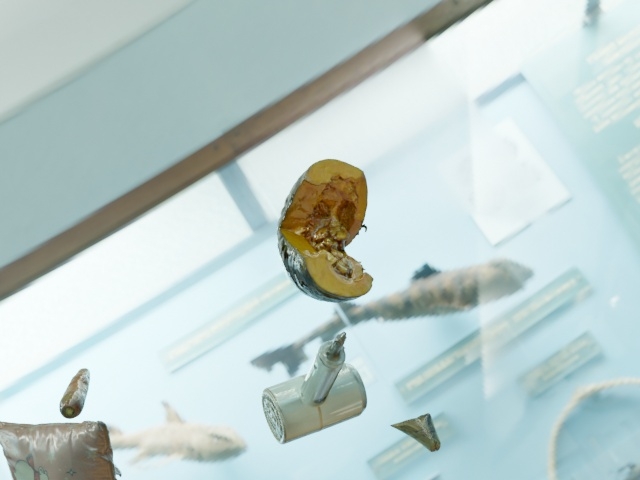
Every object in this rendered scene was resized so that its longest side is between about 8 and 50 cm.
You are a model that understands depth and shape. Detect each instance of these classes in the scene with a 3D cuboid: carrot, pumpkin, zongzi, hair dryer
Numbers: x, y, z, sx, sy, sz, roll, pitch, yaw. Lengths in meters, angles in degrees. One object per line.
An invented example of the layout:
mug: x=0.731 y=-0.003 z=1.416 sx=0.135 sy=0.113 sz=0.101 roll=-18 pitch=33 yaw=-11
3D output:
carrot: x=-0.462 y=0.282 z=2.116 sx=0.047 sy=0.047 sz=0.191 roll=-37 pitch=17 yaw=8
pumpkin: x=0.000 y=0.000 z=1.405 sx=0.119 sy=0.183 sz=0.107 roll=20 pitch=-31 yaw=-31
zongzi: x=0.184 y=0.376 z=2.147 sx=0.083 sy=0.076 sz=0.040 roll=-10 pitch=-40 yaw=-10
hair dryer: x=0.014 y=0.232 z=1.905 sx=0.173 sy=0.107 sz=0.357 roll=-19 pitch=-22 yaw=-21

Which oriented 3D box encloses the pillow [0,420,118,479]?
pillow: x=-0.394 y=0.382 z=1.716 sx=0.223 sy=0.236 sz=0.084 roll=-7 pitch=9 yaw=33

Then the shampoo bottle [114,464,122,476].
shampoo bottle: x=-0.462 y=0.573 z=2.207 sx=0.153 sy=0.071 sz=0.284 roll=-19 pitch=43 yaw=61
